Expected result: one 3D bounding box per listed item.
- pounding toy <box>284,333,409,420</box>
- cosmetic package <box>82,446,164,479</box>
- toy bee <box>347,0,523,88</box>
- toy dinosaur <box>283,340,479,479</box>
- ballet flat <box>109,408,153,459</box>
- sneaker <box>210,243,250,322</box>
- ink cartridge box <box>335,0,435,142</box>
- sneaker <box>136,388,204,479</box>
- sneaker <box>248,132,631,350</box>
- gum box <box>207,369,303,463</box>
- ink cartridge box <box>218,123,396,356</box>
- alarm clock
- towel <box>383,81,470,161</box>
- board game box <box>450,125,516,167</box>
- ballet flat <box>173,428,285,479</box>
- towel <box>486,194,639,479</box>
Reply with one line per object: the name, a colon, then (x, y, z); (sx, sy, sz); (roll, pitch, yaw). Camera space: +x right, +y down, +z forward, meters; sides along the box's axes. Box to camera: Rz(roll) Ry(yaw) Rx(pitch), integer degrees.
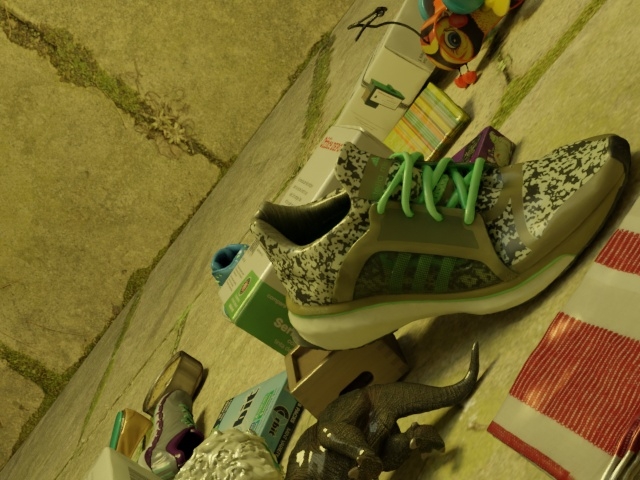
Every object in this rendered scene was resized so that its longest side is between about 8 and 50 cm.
pounding toy: (0.024, 0.151, 1.300); (0.141, 0.100, 0.130); (-43, 14, 6)
cosmetic package: (-0.328, 0.513, 1.489); (0.453, 0.161, 0.230); (-56, 12, -3)
toy bee: (0.204, -0.315, 1.744); (0.298, 0.162, 0.195); (-30, 5, 1)
toy dinosaur: (0.021, 0.202, 1.080); (0.314, 0.121, 0.160); (-60, 26, 0)
ballet flat: (-0.349, 0.410, 2.048); (0.080, 0.073, 0.232); (-19, 51, 66)
sneaker: (-0.143, 0.063, 2.052); (0.240, 0.126, 0.091); (-38, 21, 53)
ink cartridge box: (0.124, -0.279, 1.941); (0.219, 0.092, 0.160); (-57, 6, 51)
sneaker: (-0.213, 0.307, 1.857); (0.098, 0.083, 0.224); (-24, 25, 19)
sneaker: (0.092, -0.024, 1.124); (0.410, 0.182, 0.158); (-24, 32, 31)
gum box: (-0.097, 0.259, 1.536); (0.184, 0.041, 0.157); (-34, 25, 51)
ink cartridge box: (0.000, 0.000, 1.483); (0.278, 0.117, 0.201); (-56, 12, 0)
alarm clock: (-0.260, 0.269, 2.105); (0.129, 0.064, 0.192); (-55, 10, -1)
towel: (0.113, -0.108, 1.674); (0.237, 0.021, 0.102); (-52, 42, 16)
board game box: (0.095, 0.023, 1.442); (0.347, 0.056, 0.208); (-42, 14, 47)
ballet flat: (-0.171, 0.395, 1.304); (0.409, 0.147, 0.147); (-58, 12, -8)
towel: (0.248, 0.029, 0.858); (0.329, 0.037, 0.237); (-56, 11, -2)
